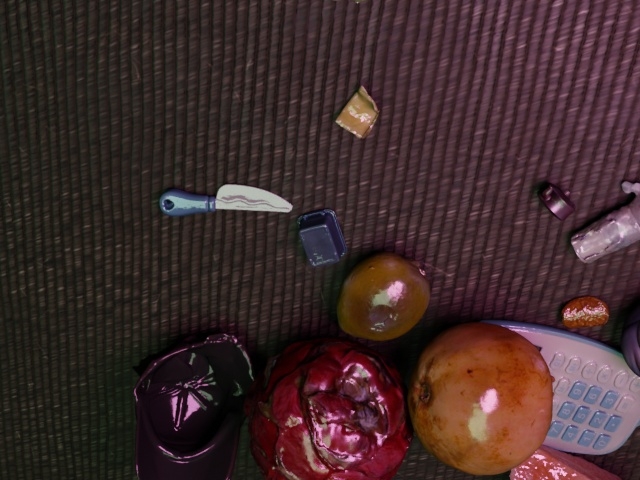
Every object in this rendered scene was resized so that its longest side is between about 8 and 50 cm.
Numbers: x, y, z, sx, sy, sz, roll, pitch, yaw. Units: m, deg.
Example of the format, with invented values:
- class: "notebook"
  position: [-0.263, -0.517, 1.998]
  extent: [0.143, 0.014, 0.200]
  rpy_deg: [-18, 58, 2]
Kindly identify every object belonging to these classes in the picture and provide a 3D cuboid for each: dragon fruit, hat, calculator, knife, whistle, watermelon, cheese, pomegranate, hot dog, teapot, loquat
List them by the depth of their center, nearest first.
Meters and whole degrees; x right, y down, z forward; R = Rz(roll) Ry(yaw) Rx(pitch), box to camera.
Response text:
- class: "whistle"
  position: [0.566, -0.065, 1.244]
  extent: [0.346, 0.134, 0.142]
  rpy_deg: [-33, 101, 30]
- class: "cheese"
  position: [0.072, -0.218, 1.297]
  extent: [0.060, 0.041, 0.084]
  rpy_deg: [35, 131, 0]
- class: "teapot"
  position: [0.401, -0.067, 1.301]
  extent: [0.045, 0.068, 0.100]
  rpy_deg: [-43, 137, 22]
- class: "pomegranate"
  position: [0.288, 0.265, 1.327]
  extent: [0.270, 0.229, 0.252]
  rpy_deg: [2, 85, -28]
- class: "loquat"
  position: [0.107, 0.106, 1.390]
  extent: [0.152, 0.152, 0.195]
  rpy_deg: [42, 106, -11]
- class: "hot dog"
  position: [0.475, 0.133, 1.399]
  extent: [0.083, 0.035, 0.058]
  rpy_deg: [-8, 114, 13]
- class: "knife"
  position: [-0.174, -0.074, 1.417]
  extent: [0.244, 0.032, 0.058]
  rpy_deg: [-2, 106, 5]
- class: "dragon fruit"
  position: [0.019, 0.324, 1.418]
  extent: [0.329, 0.329, 0.329]
  rpy_deg: [4, 116, 8]
- class: "watermelon"
  position: [0.461, 0.539, 1.461]
  extent: [0.283, 0.250, 0.292]
  rpy_deg: [-40, 120, 15]
- class: "calculator"
  position: [0.440, 0.281, 1.467]
  extent: [0.386, 0.054, 0.256]
  rpy_deg: [18, 117, -1]
- class: "hat"
  position: [-0.266, 0.349, 1.517]
  extent: [0.238, 0.336, 0.209]
  rpy_deg: [17, 157, -17]

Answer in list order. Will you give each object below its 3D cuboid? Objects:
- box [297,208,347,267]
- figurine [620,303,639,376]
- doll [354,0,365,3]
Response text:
- class: "box"
  position: [0.000, 0.000, 1.405]
  extent: [0.074, 0.054, 0.099]
  rpy_deg: [-13, 113, 17]
- class: "figurine"
  position: [0.631, 0.209, 1.321]
  extent: [0.175, 0.197, 0.265]
  rpy_deg: [-35, 114, 17]
- class: "doll"
  position: [0.055, -0.440, 1.181]
  extent: [0.115, 0.077, 0.150]
  rpy_deg: [-4, 104, 0]
